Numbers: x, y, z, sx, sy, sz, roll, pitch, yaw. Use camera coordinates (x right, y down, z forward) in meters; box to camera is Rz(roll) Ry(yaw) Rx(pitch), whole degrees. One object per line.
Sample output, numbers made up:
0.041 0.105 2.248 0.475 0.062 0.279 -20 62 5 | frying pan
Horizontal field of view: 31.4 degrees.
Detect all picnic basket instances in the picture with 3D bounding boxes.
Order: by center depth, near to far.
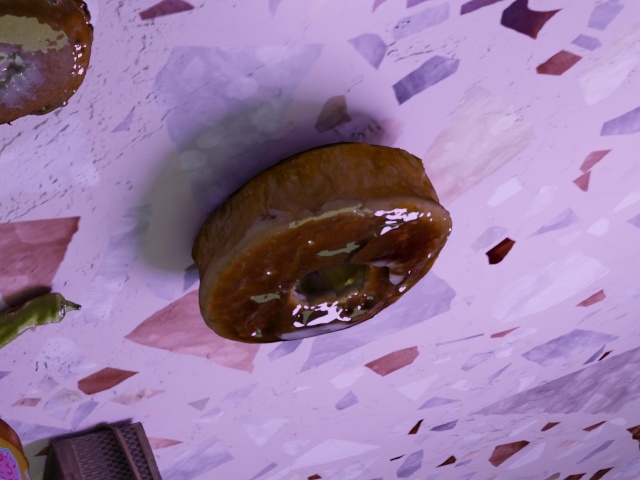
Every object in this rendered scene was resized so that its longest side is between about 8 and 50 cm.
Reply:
-0.337 0.410 1.752 0.139 0.165 0.266 -11 148 -26 | picnic basket

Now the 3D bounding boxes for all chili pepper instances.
-0.388 0.113 1.378 0.208 0.043 0.049 -28 176 13 | chili pepper

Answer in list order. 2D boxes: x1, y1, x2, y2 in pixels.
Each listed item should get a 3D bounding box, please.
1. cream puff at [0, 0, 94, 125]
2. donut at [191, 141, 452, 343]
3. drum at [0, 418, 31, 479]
-0.270 -0.170 0.942 0.165 0.115 0.150 0 135 -22 | cream puff
0.000 0.000 1.395 0.330 0.159 0.330 -9 148 -6 | donut
-0.536 0.381 1.350 0.431 0.214 0.431 -16 145 -11 | drum
